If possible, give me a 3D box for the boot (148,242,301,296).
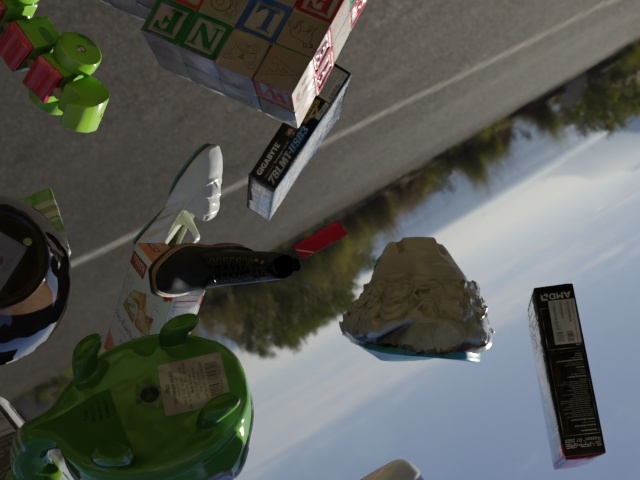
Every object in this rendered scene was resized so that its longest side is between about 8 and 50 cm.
[{"bbox_3d":[-0.139,0.040,1.286,0.137,0.076,0.198,5,-163,39],"label":"boot"}]

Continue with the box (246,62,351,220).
[{"bbox_3d":[-0.051,-0.203,1.845,0.293,0.073,0.295,-56,178,-11],"label":"box"}]

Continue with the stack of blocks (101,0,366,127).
[{"bbox_3d":[-0.119,-0.263,0.923,0.171,0.297,0.087,-62,171,-12],"label":"stack of blocks"}]

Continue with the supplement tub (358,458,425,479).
[{"bbox_3d":[0.116,0.501,1.224,0.235,0.325,0.235,-32,169,-7],"label":"supplement tub"}]

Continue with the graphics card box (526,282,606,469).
[{"bbox_3d":[0.531,0.301,1.920,0.094,0.370,0.233,-9,159,6],"label":"graphics card box"}]

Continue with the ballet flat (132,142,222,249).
[{"bbox_3d":[-0.331,-0.070,2.192,0.400,0.139,0.139,-49,167,32],"label":"ballet flat"}]

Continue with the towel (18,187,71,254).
[{"bbox_3d":[-0.442,-0.009,1.316,0.113,0.152,0.023,-21,138,-10],"label":"towel"}]

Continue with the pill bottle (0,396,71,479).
[{"bbox_3d":[-0.672,0.446,1.765,0.204,0.361,0.204,-40,160,-18],"label":"pill bottle"}]

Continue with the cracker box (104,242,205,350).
[{"bbox_3d":[-0.298,0.140,1.545,0.067,0.156,0.232,2,120,-41],"label":"cracker box"}]

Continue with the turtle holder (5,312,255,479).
[{"bbox_3d":[-0.239,0.274,1.171,0.320,0.243,0.227,-36,141,-29],"label":"turtle holder"}]

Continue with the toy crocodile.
[{"bbox_3d":[-0.423,-0.289,1.256,0.115,0.340,0.105,-43,173,34],"label":"toy crocodile"}]

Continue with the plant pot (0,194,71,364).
[{"bbox_3d":[-0.376,0.034,0.985,0.215,0.215,0.230,-29,-177,-25],"label":"plant pot"}]

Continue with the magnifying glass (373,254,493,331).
[{"bbox_3d":[0.183,0.092,1.394,0.092,0.231,0.026,-43,-158,33],"label":"magnifying glass"}]

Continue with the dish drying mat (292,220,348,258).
[{"bbox_3d":[0.000,0.000,1.347,0.083,0.032,0.008,-29,-146,16],"label":"dish drying mat"}]

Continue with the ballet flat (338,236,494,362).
[{"bbox_3d":[0.091,0.064,0.938,0.147,0.147,0.409,-30,174,-5],"label":"ballet flat"}]
